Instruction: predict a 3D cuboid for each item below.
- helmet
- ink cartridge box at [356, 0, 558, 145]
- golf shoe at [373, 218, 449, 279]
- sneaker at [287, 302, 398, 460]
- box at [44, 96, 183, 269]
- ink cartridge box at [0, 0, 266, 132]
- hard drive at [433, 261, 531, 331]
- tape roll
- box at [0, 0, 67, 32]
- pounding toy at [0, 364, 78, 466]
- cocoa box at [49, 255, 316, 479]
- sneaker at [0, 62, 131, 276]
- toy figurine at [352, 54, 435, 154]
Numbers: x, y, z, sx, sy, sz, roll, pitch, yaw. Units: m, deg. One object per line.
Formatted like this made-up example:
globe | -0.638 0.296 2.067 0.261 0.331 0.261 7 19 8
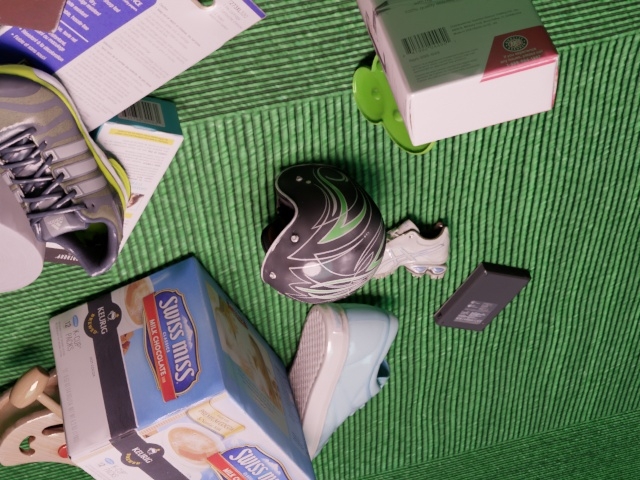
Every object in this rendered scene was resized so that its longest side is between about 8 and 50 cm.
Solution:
helmet | 0.000 0.000 1.571 0.170 0.161 0.169 -11 142 -9
ink cartridge box | 0.136 -0.222 1.299 0.159 0.217 0.092 -15 147 -3
golf shoe | 0.098 0.006 1.717 0.176 0.069 0.086 -3 121 -23
sneaker | 0.030 0.234 1.904 0.150 0.135 0.366 0 141 -18
box | -0.257 -0.067 1.467 0.101 0.060 0.244 9 135 -30
ink cartridge box | -0.256 -0.200 1.284 0.371 0.069 0.176 -28 142 21
hard drive | 0.248 0.088 1.898 0.094 0.022 0.135 10 135 -32
tape roll | -0.420 -0.016 1.403 0.219 0.072 0.219 1 153 1
box | -0.390 -0.314 1.041 0.382 0.143 0.191 7 136 -26
pounding toy | -0.374 0.287 1.772 0.154 0.155 0.269 -38 137 6
cocoa box | -0.183 0.230 1.729 0.228 0.231 0.347 -23 143 8
sneaker | -0.282 -0.071 1.294 0.111 0.121 0.300 -24 143 12
toy figurine | 0.148 -0.186 1.446 0.159 0.173 0.130 -20 108 -26
